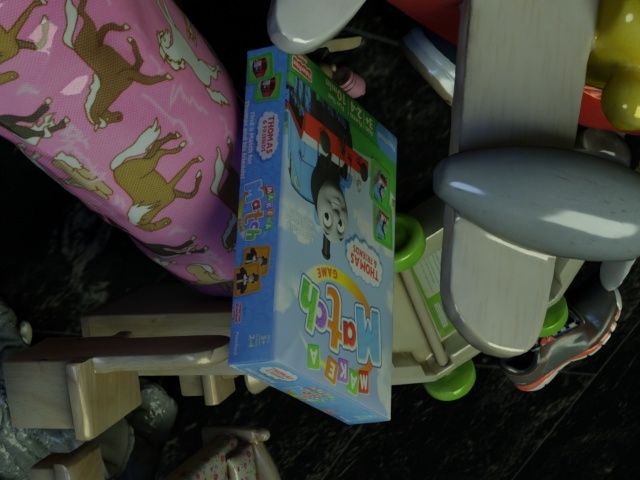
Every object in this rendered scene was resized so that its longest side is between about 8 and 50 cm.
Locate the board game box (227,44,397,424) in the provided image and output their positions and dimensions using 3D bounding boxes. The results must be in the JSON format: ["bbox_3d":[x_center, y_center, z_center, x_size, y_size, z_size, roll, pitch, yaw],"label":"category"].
[{"bbox_3d":[0.000,0.000,0.909,0.039,0.211,0.160,-8,157,27],"label":"board game box"}]

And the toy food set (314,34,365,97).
[{"bbox_3d":[0.000,-0.106,1.112,0.078,0.019,0.122,-12,136,-29],"label":"toy food set"}]

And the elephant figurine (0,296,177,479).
[{"bbox_3d":[-0.228,0.146,1.066,0.169,0.186,0.239,-56,153,-5],"label":"elephant figurine"}]

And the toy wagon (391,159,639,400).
[{"bbox_3d":[0.177,0.013,1.337,0.344,0.068,0.267,-33,143,-6],"label":"toy wagon"}]

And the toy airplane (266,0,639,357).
[{"bbox_3d":[0.161,-0.173,0.882,0.384,0.272,0.386,-33,105,-34],"label":"toy airplane"}]

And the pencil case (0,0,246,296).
[{"bbox_3d":[-0.135,-0.105,0.888,0.160,0.167,0.386,-58,142,-8],"label":"pencil case"}]

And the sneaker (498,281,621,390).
[{"bbox_3d":[0.259,0.101,1.501,0.158,0.061,0.065,-46,135,11],"label":"sneaker"}]

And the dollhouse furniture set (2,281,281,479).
[{"bbox_3d":[-0.062,0.216,1.020,0.303,0.174,0.355,-31,116,-68],"label":"dollhouse furniture set"}]

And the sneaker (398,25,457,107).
[{"bbox_3d":[0.187,-0.162,1.133,0.153,0.099,0.282,-47,148,21],"label":"sneaker"}]
